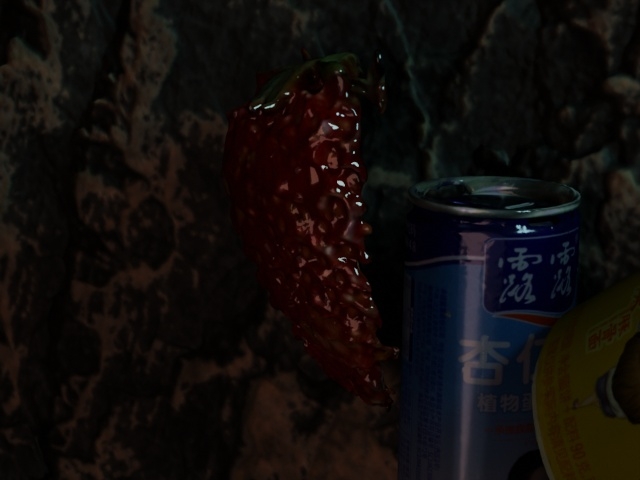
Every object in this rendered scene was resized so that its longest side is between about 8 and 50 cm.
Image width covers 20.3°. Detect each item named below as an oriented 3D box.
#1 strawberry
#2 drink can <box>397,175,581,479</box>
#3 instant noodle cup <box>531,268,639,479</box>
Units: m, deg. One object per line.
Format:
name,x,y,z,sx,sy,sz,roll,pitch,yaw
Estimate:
strawberry,-0.006,-0.001,0.964,0.087,0.167,0.208,-6,95,-5
drink can,0.090,0.088,0.974,0.097,0.097,0.235,7,104,28
instant noodle cup,0.234,0.062,0.837,0.236,0.215,0.215,-27,87,41
